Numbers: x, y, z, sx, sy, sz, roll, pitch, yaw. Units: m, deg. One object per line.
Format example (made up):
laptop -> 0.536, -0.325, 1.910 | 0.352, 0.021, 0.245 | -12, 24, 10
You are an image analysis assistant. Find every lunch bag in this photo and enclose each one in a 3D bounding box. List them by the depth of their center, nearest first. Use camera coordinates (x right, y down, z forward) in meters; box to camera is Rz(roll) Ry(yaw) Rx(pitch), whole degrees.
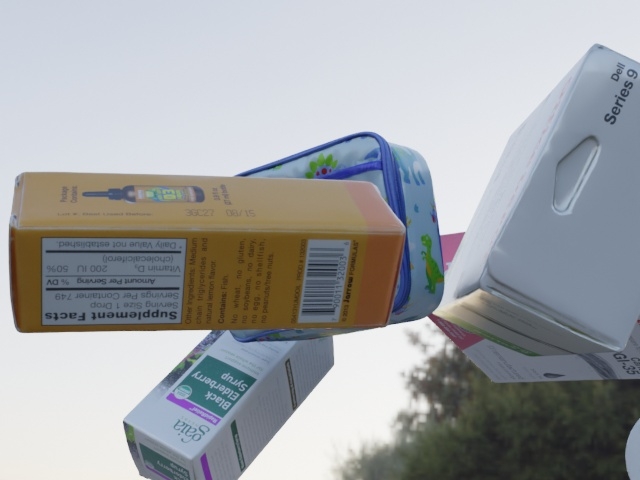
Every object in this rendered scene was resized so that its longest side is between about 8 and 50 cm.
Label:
lunch bag -> 0.000, 0.000, 0.880 | 0.219, 0.176, 0.090 | -13, -14, 36

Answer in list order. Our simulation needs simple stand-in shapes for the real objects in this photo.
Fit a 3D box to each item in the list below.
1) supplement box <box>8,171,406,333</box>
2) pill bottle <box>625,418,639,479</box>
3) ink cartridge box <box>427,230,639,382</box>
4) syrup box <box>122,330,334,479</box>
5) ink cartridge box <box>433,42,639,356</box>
supplement box -> -0.071, 0.007, 0.592 | 0.233, 0.078, 0.080 | 3, -64, -15
pill bottle -> 0.202, 0.110, 0.463 | 0.120, 0.067, 0.067 | 17, -25, -40
ink cartridge box -> 0.298, 0.073, 1.135 | 0.283, 0.117, 0.207 | -9, -38, 37
syrup box -> -0.089, 0.158, 0.999 | 0.093, 0.237, 0.096 | 21, -44, 28
ink cartridge box -> 0.207, -0.014, 0.824 | 0.121, 0.211, 0.289 | 26, -6, 3
